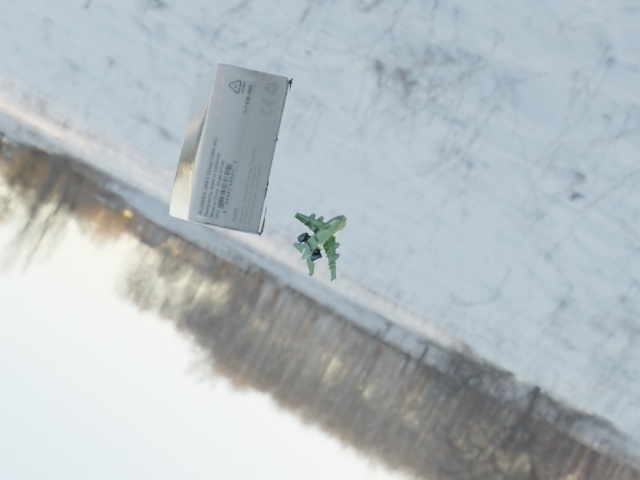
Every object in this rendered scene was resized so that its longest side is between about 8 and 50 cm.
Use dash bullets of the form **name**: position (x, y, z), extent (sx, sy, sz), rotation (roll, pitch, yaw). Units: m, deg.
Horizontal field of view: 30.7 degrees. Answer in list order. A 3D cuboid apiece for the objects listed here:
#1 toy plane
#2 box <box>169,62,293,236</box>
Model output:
- **toy plane**: position (0.000, 0.000, 1.475), extent (0.102, 0.040, 0.111), rotation (57, 144, 13)
- **box**: position (-0.124, -0.118, 1.554), extent (0.106, 0.203, 0.252), rotation (10, -179, -12)
